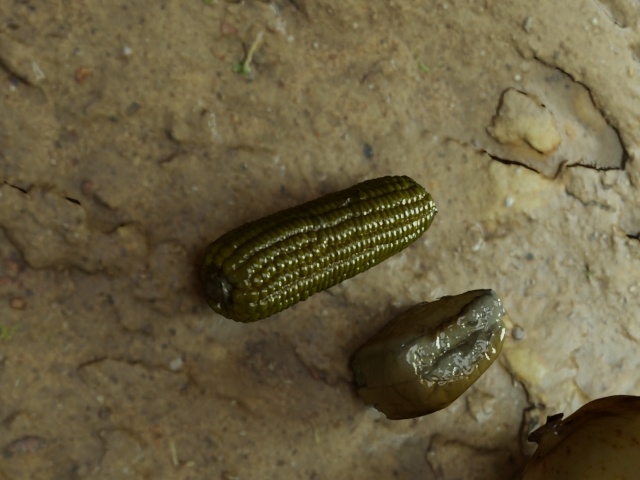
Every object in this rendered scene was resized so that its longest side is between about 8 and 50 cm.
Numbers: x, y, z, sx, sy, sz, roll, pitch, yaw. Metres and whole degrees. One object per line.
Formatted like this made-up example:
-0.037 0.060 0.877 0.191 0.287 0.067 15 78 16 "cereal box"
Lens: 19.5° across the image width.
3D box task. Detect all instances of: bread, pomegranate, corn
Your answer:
0.097 0.100 1.600 0.125 0.106 0.082 -32 102 -27 "bread"
0.271 0.228 1.644 0.215 0.215 0.215 3 85 -32 "pomegranate"
0.000 0.000 1.565 0.231 0.080 0.080 -25 99 -32 "corn"
